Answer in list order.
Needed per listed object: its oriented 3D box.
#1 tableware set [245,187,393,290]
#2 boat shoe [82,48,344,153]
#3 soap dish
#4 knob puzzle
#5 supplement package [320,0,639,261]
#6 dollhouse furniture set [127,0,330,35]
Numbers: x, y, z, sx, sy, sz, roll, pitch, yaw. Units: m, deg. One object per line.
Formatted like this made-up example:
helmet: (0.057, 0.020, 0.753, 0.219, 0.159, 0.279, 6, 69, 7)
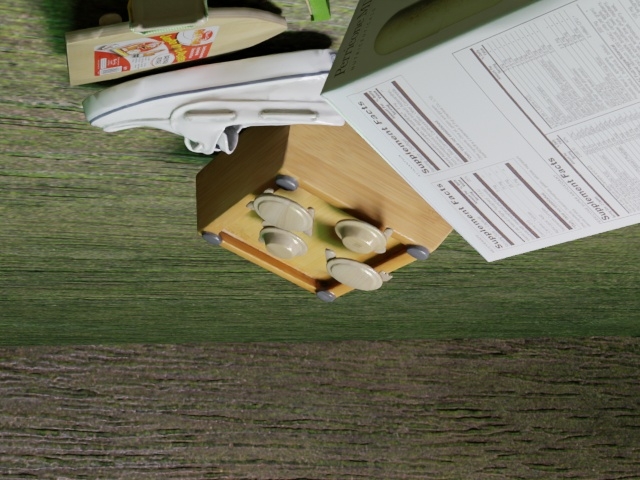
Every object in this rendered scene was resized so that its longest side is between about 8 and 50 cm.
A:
tableware set: (0.000, 0.000, 1.219, 0.168, 0.020, 0.141, 20, 153, 1)
boat shoe: (-0.103, -0.123, 1.116, 0.258, 0.084, 0.095, -8, -176, 15)
soap dish: (0.003, -0.043, 1.294, 0.229, 0.118, 0.291, 28, 154, -17)
knob puzzle: (-0.125, -0.181, 1.017, 0.213, 0.030, 0.213, -12, 178, 0)
supplement package: (0.180, -0.143, 0.790, 0.262, 0.199, 0.198, -18, 131, 43)
dollhouse furniture set: (-0.071, -0.193, 0.899, 0.151, 0.076, 0.058, -7, 165, 5)
